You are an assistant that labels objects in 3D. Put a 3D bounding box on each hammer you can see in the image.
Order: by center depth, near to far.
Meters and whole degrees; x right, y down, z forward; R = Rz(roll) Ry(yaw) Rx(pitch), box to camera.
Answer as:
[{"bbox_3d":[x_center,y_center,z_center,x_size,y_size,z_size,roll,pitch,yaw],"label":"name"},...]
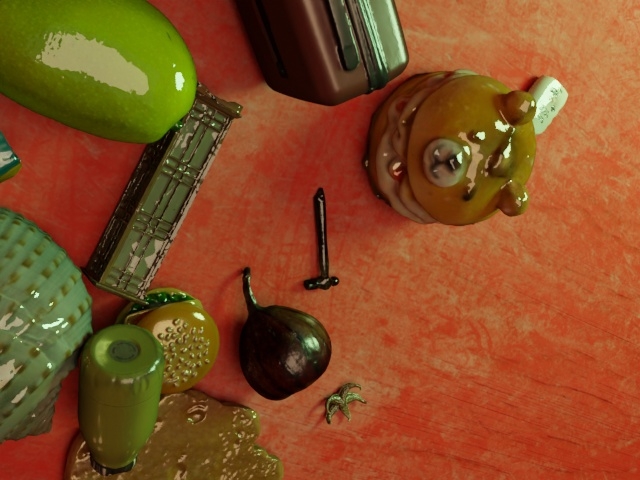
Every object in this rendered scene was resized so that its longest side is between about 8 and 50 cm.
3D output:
[{"bbox_3d":[0.000,0.000,1.486,0.065,0.021,0.178,-12,110,-27],"label":"hammer"}]

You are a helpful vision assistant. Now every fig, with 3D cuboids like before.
[{"bbox_3d":[-0.065,0.170,1.420,0.148,0.149,0.202,-55,135,-27],"label":"fig"}]

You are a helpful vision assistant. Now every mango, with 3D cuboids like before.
[{"bbox_3d":[-0.321,-0.248,1.138,0.343,0.156,0.192,20,85,-28],"label":"mango"}]

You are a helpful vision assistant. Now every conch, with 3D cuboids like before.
[{"bbox_3d":[-0.433,0.111,1.156,0.303,0.215,0.319,-42,123,-25],"label":"conch"}]

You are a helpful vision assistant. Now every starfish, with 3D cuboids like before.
[{"bbox_3d":[0.045,0.293,1.600,0.091,0.028,0.078,-2,112,-33],"label":"starfish"}]

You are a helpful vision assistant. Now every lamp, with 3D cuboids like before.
[{"bbox_3d":[-0.232,-0.073,1.285,0.089,0.090,0.325,26,90,-33],"label":"lamp"}]

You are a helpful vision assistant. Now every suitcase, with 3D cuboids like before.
[{"bbox_3d":[-0.015,-0.347,1.240,0.161,0.236,0.297,-29,117,-20],"label":"suitcase"}]

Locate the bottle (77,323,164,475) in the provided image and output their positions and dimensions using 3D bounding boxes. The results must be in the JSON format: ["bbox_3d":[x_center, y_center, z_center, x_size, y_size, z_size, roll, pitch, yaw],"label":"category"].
[{"bbox_3d":[-0.285,0.238,1.247,0.112,0.112,0.260,-11,138,-28],"label":"bottle"}]

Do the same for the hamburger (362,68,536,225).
[{"bbox_3d":[0.233,-0.145,1.455,0.276,0.237,0.276,-8,106,-29],"label":"hamburger"}]

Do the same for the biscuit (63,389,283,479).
[{"bbox_3d":[-0.230,0.370,1.444,0.376,0.051,0.269,12,96,-30],"label":"biscuit"}]

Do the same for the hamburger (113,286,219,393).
[{"bbox_3d":[-0.234,0.151,1.337,0.162,0.115,0.162,-9,110,-26],"label":"hamburger"}]

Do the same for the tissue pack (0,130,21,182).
[{"bbox_3d":[-0.523,-0.101,1.062,0.271,0.134,0.192,-33,103,-17],"label":"tissue pack"}]

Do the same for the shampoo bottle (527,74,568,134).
[{"bbox_3d":[0.392,-0.228,1.635,0.077,0.045,0.152,40,84,-34],"label":"shampoo bottle"}]
